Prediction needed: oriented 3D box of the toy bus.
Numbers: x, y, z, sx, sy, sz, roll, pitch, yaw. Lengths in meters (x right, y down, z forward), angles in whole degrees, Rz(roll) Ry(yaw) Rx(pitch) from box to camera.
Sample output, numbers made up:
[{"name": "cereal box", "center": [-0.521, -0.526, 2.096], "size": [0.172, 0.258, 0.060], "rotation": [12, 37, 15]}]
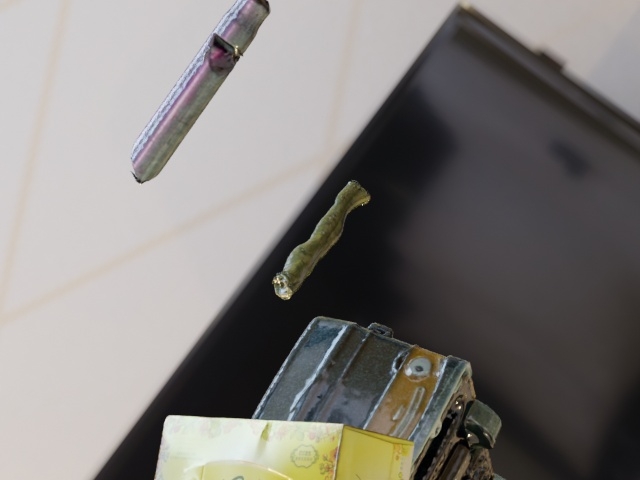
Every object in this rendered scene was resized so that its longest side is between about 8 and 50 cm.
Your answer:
[{"name": "toy bus", "center": [0.052, 0.191, 1.489], "size": [0.167, 0.138, 0.275], "rotation": [20, 152, 24]}]

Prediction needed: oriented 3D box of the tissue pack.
[{"name": "tissue pack", "center": [-0.030, 0.159, 1.133], "size": [0.062, 0.095, 0.176], "rotation": [18, 167, -40]}]

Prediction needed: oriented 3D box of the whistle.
[{"name": "whistle", "center": [-0.098, -0.121, 1.471], "size": [0.033, 0.176, 0.033], "rotation": [34, -170, -7]}]

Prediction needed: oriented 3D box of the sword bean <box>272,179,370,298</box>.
[{"name": "sword bean", "center": [0.000, 0.000, 0.636], "size": [0.012, 0.012, 0.083], "rotation": [37, -148, 0]}]
